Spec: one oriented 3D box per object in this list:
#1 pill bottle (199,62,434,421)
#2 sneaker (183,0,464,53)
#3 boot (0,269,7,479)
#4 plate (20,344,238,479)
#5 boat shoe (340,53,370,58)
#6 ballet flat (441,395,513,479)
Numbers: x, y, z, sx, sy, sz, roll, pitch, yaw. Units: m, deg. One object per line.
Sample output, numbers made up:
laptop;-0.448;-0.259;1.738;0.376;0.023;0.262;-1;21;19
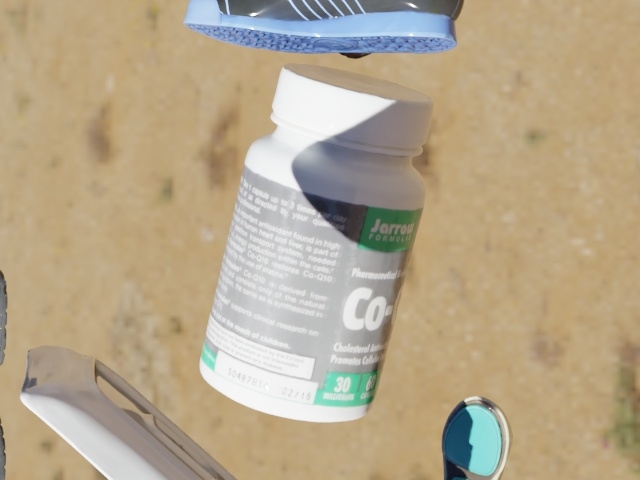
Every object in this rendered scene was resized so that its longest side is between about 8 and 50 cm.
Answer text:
pill bottle;0.000;0.000;2.072;0.204;0.204;0.361;-140;61;-64
sneaker;0.004;-0.200;1.502;0.081;0.232;0.090;27;-112;-70
boot;-0.449;0.183;1.975;0.118;0.222;0.338;151;119;-66
plate;-0.123;0.183;1.519;0.045;0.278;0.277;-48;8;-3
boat shoe;0.084;-0.351;2.019;0.122;0.120;0.324;44;107;37
ballet flat;0.188;0.262;2.258;0.086;0.086;0.248;-112;24;-46
